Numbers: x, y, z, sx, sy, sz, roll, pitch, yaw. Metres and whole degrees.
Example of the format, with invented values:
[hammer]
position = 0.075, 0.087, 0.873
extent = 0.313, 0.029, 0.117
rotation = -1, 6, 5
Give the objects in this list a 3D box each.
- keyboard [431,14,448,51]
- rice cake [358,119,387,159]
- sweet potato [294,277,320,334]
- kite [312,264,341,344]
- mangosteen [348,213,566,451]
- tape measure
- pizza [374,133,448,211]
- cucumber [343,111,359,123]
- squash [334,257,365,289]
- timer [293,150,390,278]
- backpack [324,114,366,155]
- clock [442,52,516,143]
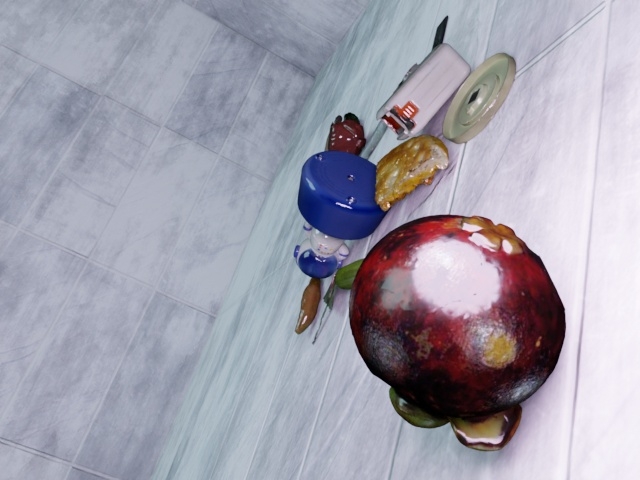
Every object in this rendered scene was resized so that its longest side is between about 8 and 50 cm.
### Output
[keyboard]
position = 0.391, -0.665, 1.915
extent = 0.067, 0.011, 0.202
rotation = -44, 24, 54
[rice cake]
position = 0.176, -0.337, 2.038
extent = 0.211, 0.034, 0.043
rotation = -58, 17, 19
[sweet potato]
position = -0.030, 0.184, 1.813
extent = 0.255, 0.058, 0.078
rotation = -74, -3, -49
[kite]
position = 0.018, 0.186, 1.668
extent = 0.229, 0.012, 0.250
rotation = -126, 53, -85
[mangosteen]
position = 0.181, 0.112, 0.797
extent = 0.311, 0.311, 0.311
rotation = -56, 16, 26
[tape measure]
position = 0.259, -0.387, 1.540
extent = 0.258, 0.130, 0.265
rotation = -50, 7, -8
[pizza]
position = 0.218, -0.168, 1.477
extent = 0.226, 0.086, 0.335
rotation = -58, 18, -6
[cucumber]
position = 0.130, -0.457, 2.333
extent = 0.077, 0.077, 0.265
rotation = -56, 15, 27
[squash]
position = 0.099, 0.087, 1.513
extent = 0.069, 0.069, 0.239
rotation = -68, 15, -18
[timer]
position = 0.032, -0.036, 1.685
extent = 0.270, 0.270, 0.384
rotation = -82, 10, -51
[backpack]
position = 0.094, -0.350, 2.137
extent = 0.229, 0.138, 0.229
rotation = 17, -90, -80
[clock]
position = 0.374, -0.339, 1.377
extent = 0.235, 0.029, 0.235
rotation = -56, 17, 26
